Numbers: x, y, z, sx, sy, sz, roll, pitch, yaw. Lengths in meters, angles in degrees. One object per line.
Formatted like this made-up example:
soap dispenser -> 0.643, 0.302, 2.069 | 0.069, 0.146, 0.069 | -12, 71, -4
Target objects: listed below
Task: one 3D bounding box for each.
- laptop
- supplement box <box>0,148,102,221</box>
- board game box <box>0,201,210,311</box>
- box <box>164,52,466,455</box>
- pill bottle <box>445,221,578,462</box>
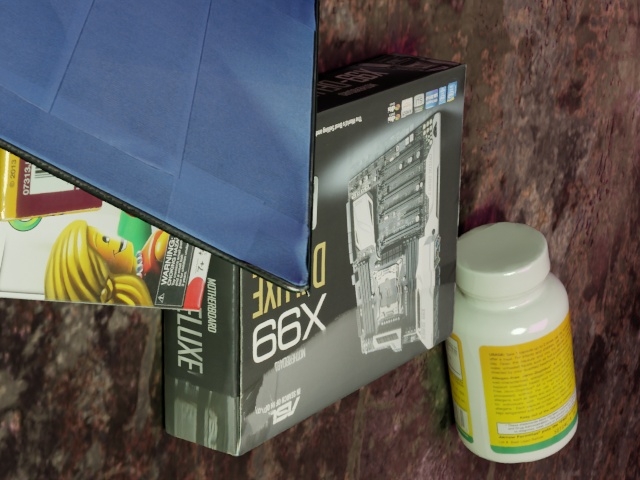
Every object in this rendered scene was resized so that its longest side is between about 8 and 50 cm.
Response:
laptop -> -0.135, -0.231, 0.801 | 0.382, 0.236, 0.408 | -90, 175, -64
supplement box -> -0.205, -0.079, 0.944 | 0.081, 0.188, 0.104 | -9, 109, -57
board game box -> -0.131, -0.111, 1.155 | 0.193, 0.053, 0.305 | 6, 96, -50
box -> 0.000, 0.000, 1.396 | 0.307, 0.076, 0.242 | -23, 120, -52
pill bottle -> 0.174, 0.093, 1.664 | 0.117, 0.117, 0.208 | -43, 134, -41
